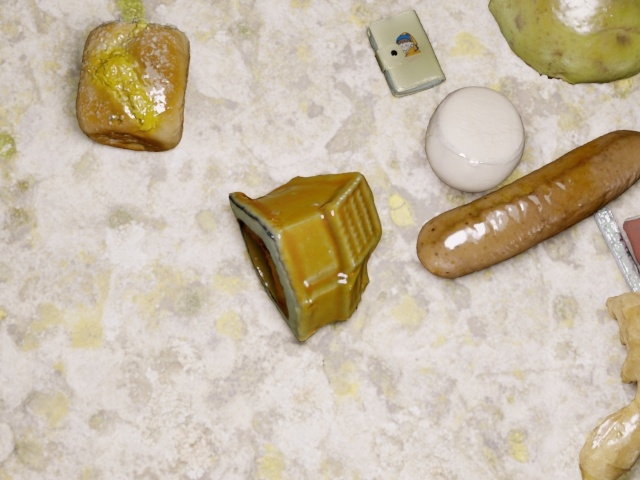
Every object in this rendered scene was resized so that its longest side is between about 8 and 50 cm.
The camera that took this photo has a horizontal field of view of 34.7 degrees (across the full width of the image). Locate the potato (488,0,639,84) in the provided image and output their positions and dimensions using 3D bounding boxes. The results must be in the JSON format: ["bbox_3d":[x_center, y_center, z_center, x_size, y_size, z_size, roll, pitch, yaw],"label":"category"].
[{"bbox_3d":[0.523,-0.452,1.909,0.330,0.213,0.280,-29,77,-8],"label":"potato"}]

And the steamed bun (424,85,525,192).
[{"bbox_3d":[0.276,-0.176,1.857,0.177,0.130,0.228,15,48,0],"label":"steamed bun"}]

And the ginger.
[{"bbox_3d":[0.610,0.246,1.698,0.363,0.122,0.348,-6,74,39],"label":"ginger"}]

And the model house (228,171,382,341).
[{"bbox_3d":[0.001,0.009,1.809,0.239,0.173,0.268,-24,107,-21],"label":"model house"}]

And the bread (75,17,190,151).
[{"bbox_3d":[-0.338,-0.299,1.862,0.196,0.176,0.246,4,74,-2],"label":"bread"}]

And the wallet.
[{"bbox_3d":[0.161,-0.356,1.962,0.110,0.039,0.155,-19,76,-10],"label":"wallet"}]

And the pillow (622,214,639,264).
[{"bbox_3d":[0.650,0.012,1.817,0.179,0.075,0.171,-23,92,34],"label":"pillow"}]

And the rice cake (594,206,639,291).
[{"bbox_3d":[0.553,0.034,1.863,0.033,0.033,0.207,-24,77,6],"label":"rice cake"}]

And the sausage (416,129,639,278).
[{"bbox_3d":[0.401,-0.069,1.841,0.501,0.136,0.123,-27,109,-9],"label":"sausage"}]
